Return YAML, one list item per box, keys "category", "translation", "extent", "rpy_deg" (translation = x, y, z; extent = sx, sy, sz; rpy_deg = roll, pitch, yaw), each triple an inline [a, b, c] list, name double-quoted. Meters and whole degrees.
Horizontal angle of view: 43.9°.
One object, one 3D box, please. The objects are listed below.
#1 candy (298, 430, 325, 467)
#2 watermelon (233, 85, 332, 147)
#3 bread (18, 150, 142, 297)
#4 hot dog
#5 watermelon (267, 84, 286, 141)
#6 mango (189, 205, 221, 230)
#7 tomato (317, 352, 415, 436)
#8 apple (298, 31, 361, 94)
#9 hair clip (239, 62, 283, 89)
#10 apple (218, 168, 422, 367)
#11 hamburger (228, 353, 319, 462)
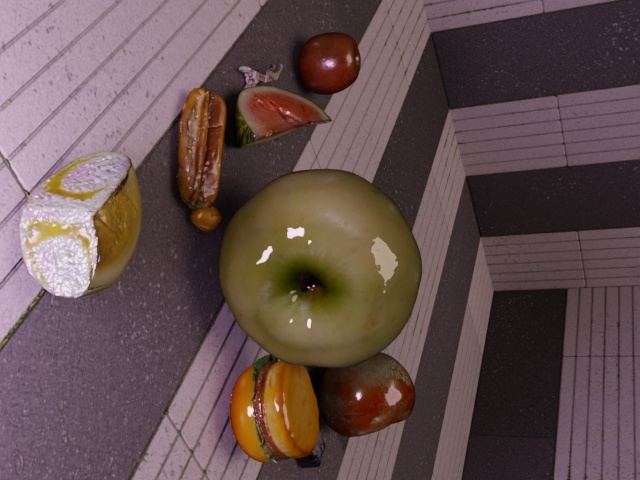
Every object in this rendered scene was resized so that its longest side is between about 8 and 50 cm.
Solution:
- category: "candy"
  translation: [-0.055, 0.453, 2.042]
  extent: [0.088, 0.061, 0.312]
  rpy_deg: [-65, 143, -52]
- category: "watermelon"
  translation: [-0.130, -0.277, 1.917]
  extent: [0.303, 0.159, 0.128]
  rpy_deg: [-23, 149, -52]
- category: "bread"
  translation: [-0.382, -0.011, 1.285]
  extent: [0.260, 0.158, 0.156]
  rpy_deg: [-69, 156, -45]
- category: "hot dog"
  translation: [-0.255, -0.197, 1.677]
  extent: [0.115, 0.072, 0.268]
  rpy_deg: [37, 55, -61]
- category: "watermelon"
  translation: [-0.107, -0.347, 2.044]
  extent: [0.155, 0.080, 0.101]
  rpy_deg: [44, 43, -44]
- category: "mango"
  translation: [-0.248, -0.050, 1.702]
  extent: [0.089, 0.046, 0.059]
  rpy_deg: [-2, 89, -62]
- category: "tomato"
  translation: [0.121, 0.415, 2.199]
  extent: [0.270, 0.270, 0.222]
  rpy_deg: [-11, 81, -66]
- category: "apple"
  translation: [0.028, -0.503, 2.255]
  extent: [0.181, 0.169, 0.180]
  rpy_deg: [-6, 90, -72]
- category: "hair clip"
  translation: [-0.143, -0.412, 2.014]
  extent: [0.226, 0.034, 0.072]
  rpy_deg: [-35, 122, -65]
- category: "apple"
  translation: [0.005, 0.054, 1.777]
  extent: [0.474, 0.474, 0.473]
  rpy_deg: [-4, 90, -66]
- category: "hamburger"
  translation: [-0.112, 0.383, 1.791]
  extent: [0.246, 0.170, 0.245]
  rpy_deg: [-13, 90, -75]
